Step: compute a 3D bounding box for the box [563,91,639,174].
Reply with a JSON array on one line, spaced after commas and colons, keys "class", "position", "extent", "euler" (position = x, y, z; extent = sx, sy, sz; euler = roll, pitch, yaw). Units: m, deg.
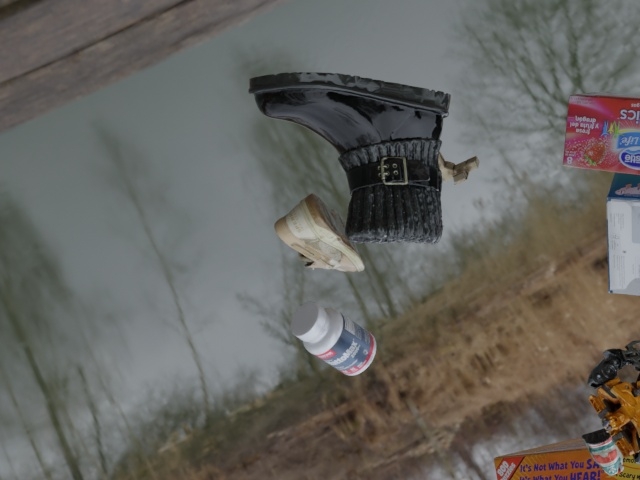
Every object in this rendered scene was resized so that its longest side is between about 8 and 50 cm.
[{"class": "box", "position": [0.540, -0.171, 1.477], "extent": [0.256, 0.123, 0.128], "euler": [10, -164, 31]}]

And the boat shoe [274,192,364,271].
[{"class": "boat shoe", "position": [0.000, 0.000, 1.932], "extent": [0.110, 0.122, 0.341], "euler": [-29, 153, 9]}]

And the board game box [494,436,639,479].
[{"class": "board game box", "position": [0.627, 0.579, 1.835], "extent": [0.356, 0.356, 0.356], "euler": [2, 164, -43]}]

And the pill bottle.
[{"class": "pill bottle", "position": [0.025, 0.207, 1.949], "extent": [0.108, 0.108, 0.180], "euler": [-36, 129, 24]}]

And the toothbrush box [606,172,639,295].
[{"class": "toothbrush box", "position": [0.620, -0.067, 1.696], "extent": [0.126, 0.216, 0.295], "euler": [4, -144, 25]}]

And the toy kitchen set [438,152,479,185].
[{"class": "toy kitchen set", "position": [0.284, -0.166, 1.946], "extent": [0.083, 0.075, 0.068], "euler": [-22, -157, 27]}]

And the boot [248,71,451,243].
[{"class": "boot", "position": [0.045, -0.128, 1.458], "extent": [0.347, 0.260, 0.131], "euler": [7, -178, -10]}]

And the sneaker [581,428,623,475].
[{"class": "sneaker", "position": [0.513, 0.384, 1.645], "extent": [0.057, 0.075, 0.161], "euler": [-21, 170, 12]}]

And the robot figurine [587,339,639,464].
[{"class": "robot figurine", "position": [0.559, 0.255, 1.456], "extent": [0.291, 0.211, 0.085], "euler": [-15, 152, -23]}]
